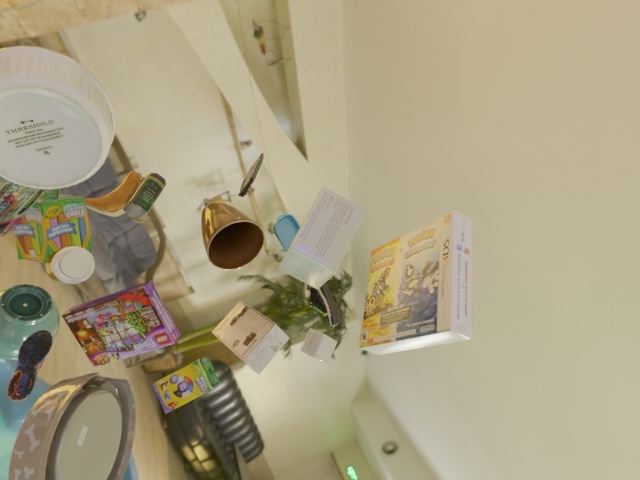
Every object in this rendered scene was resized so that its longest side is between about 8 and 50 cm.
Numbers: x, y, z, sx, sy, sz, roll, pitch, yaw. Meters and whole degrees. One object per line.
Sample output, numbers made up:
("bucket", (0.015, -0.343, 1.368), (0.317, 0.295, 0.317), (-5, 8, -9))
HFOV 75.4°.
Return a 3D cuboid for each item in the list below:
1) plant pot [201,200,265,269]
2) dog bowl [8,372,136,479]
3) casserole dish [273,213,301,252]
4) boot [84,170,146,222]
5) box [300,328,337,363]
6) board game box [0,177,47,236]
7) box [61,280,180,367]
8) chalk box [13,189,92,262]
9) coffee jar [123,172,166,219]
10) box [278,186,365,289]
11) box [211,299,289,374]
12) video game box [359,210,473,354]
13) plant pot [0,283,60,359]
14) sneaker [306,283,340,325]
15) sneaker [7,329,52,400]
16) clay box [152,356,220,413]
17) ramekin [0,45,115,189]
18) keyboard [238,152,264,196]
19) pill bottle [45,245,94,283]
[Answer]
("plant pot", (-0.387, -0.047, 1.693), (0.254, 0.237, 0.237), (48, -24, 42))
("dog bowl", (-0.576, 0.487, 0.988), (0.349, 0.102, 0.348), (-1, 90, -86))
("casserole dish", (-0.118, -0.014, 1.615), (0.037, 0.114, 0.188), (-15, -70, 50))
("boot", (-0.868, -0.207, 1.806), (0.104, 0.295, 0.211), (116, -12, -77))
("box", (-0.006, 0.432, 1.696), (0.087, 0.101, 0.102), (9, -22, 45))
("board game box", (-0.768, -0.087, 0.938), (0.097, 0.224, 0.303), (43, 2, -14))
("box", (-0.611, 0.261, 1.278), (0.057, 0.294, 0.200), (-80, 150, -70))
("chalk box", (-1.005, -0.080, 1.544), (0.179, 0.180, 0.288), (-31, 123, -65))
("coffee jar", (-0.660, -0.171, 1.566), (0.079, 0.096, 0.184), (40, 44, -27))
("box", (0.000, 0.000, 1.007), (0.119, 0.180, 0.182), (29, -25, -3))
("box", (-0.262, 0.343, 1.508), (0.290, 0.169, 0.087), (17, -30, 54))
("video game box", (0.146, 0.073, 0.652), (0.205, 0.048, 0.187), (-33, -142, 53))
("plant pot", (-1.191, 0.297, 1.651), (0.196, 0.293, 0.293), (-47, -125, 32))
("sneaker", (0.005, 0.274, 1.785), (0.084, 0.097, 0.234), (33, 28, -55))
("sneaker", (-0.929, 0.394, 1.320), (0.087, 0.083, 0.221), (-31, -138, 50))
("clay box", (-0.521, 0.559, 1.616), (0.127, 0.222, 0.053), (62, -7, 5))
("ramekin", (-0.550, -0.224, 0.820), (0.272, 0.273, 0.127), (82, -19, -44))
("keyboard", (-0.220, -0.199, 1.311), (0.023, 0.108, 0.180), (34, 33, -18))
("pill bottle", (-0.795, 0.079, 1.319), (0.215, 0.117, 0.117), (-7, -76, 50))
